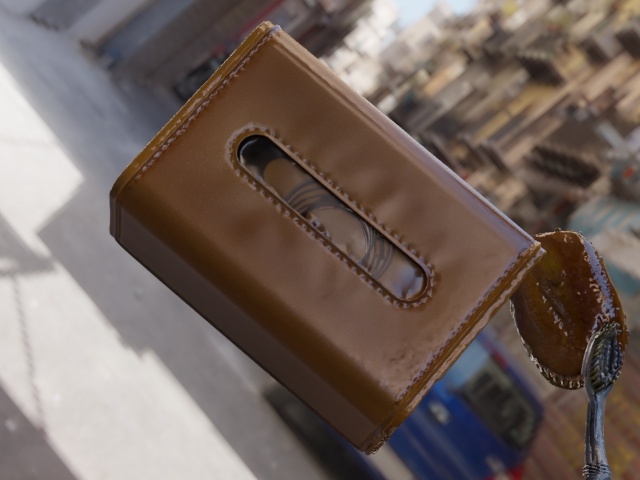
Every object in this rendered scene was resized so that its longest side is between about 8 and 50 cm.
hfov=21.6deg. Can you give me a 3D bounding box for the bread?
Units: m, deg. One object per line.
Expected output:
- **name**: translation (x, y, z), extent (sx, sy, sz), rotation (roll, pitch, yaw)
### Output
- **bread**: translation (0.303, 0.084, 2.066), extent (0.114, 0.132, 0.190), rotation (60, 8, -73)

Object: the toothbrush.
- **toothbrush**: translation (0.248, 0.264, 1.530), extent (0.035, 0.413, 0.042), rotation (12, -27, -6)

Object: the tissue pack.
- **tissue pack**: translation (0.000, 0.000, 1.272), extent (0.274, 0.194, 0.145), rotation (39, -12, 5)
